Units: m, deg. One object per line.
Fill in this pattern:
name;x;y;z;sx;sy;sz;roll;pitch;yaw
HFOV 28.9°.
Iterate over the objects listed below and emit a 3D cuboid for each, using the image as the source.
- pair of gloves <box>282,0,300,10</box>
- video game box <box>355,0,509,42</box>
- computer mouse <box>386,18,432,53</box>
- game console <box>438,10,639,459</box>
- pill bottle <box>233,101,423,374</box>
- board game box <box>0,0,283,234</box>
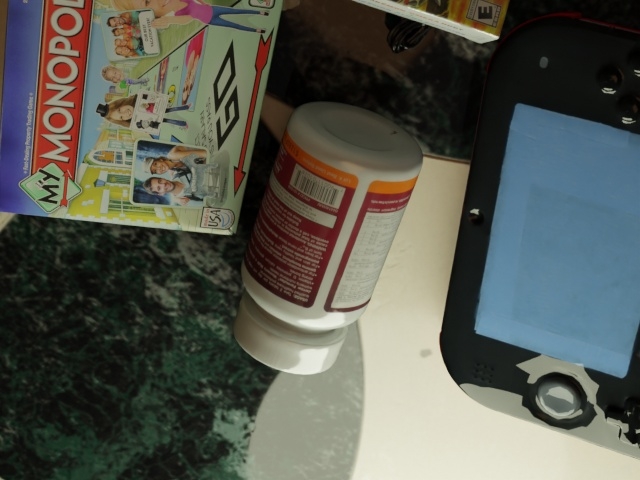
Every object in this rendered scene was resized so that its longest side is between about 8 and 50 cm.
pair of gloves;-0.131;-0.276;0.991;0.240;0.042;0.204;1;118;-1
video game box;0.071;-0.274;0.931;0.187;0.048;0.205;15;91;-13
computer mouse;0.058;-0.251;1.001;0.106;0.042;0.193;-29;114;16
game console;0.283;0.017;1.053;0.342;0.060;0.386;20;121;23
pill bottle;0.000;0.000;1.090;0.121;0.121;0.221;16;117;-8
board game box;-0.149;-0.153;1.018;0.213;0.046;0.317;5;125;-12
